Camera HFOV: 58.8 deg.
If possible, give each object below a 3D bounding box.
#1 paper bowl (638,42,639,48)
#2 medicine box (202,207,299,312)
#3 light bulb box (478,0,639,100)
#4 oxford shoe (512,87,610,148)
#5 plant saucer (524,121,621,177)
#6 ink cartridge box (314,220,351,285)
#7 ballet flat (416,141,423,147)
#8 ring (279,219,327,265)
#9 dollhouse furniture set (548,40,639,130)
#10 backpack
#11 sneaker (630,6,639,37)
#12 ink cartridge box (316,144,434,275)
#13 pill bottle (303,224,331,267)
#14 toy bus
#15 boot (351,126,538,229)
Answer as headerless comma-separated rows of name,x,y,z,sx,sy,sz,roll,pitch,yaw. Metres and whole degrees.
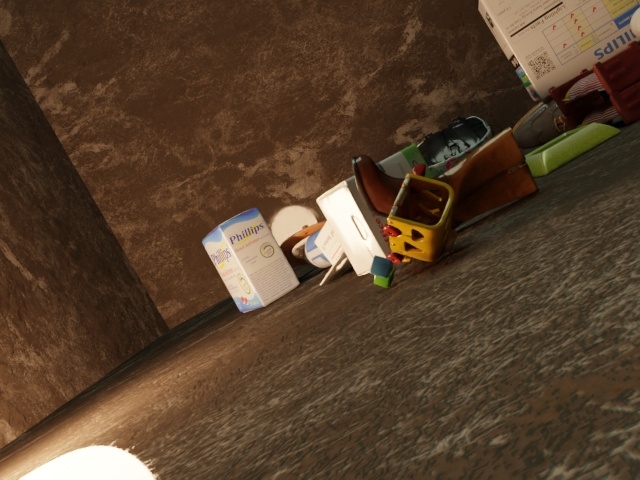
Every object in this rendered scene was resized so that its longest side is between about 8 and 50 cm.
paper bowl,1.042,-0.567,1.701,0.284,0.148,0.284,-30,3,2
medicine box,-0.237,0.071,1.875,0.149,0.289,0.263,-30,2,-26
light bulb box,0.717,-0.663,1.691,0.357,0.361,0.225,-31,2,20
oxford shoe,0.710,-0.361,1.626,0.363,0.130,0.133,-28,9,37
plant saucer,0.535,-0.203,1.270,0.188,0.045,0.188,-29,2,-1
ink cartridge box,0.120,-0.045,1.480,0.353,0.119,0.207,-31,-15,-31
ballet flat,0.261,-0.131,1.756,0.400,0.139,0.139,-53,2,0
ring,0.000,0.000,1.990,0.336,0.032,0.337,-17,-23,-7
dollhouse furniture set,0.762,-0.397,1.331,0.374,0.152,0.201,-30,2,-9
backpack,0.385,-0.218,1.559,0.225,0.191,0.253,-28,13,14
sneaker,0.803,-0.482,1.129,0.292,0.108,0.169,-30,25,17
ink cartridge box,0.152,-0.073,1.284,0.272,0.198,0.114,-31,2,-40
pill bottle,0.022,0.019,1.820,0.124,0.124,0.221,-31,1,-26
toy bus,0.172,-0.017,0.944,0.104,0.191,0.202,18,23,19
boot,0.225,-0.115,1.033,0.280,0.264,0.096,-29,30,23
